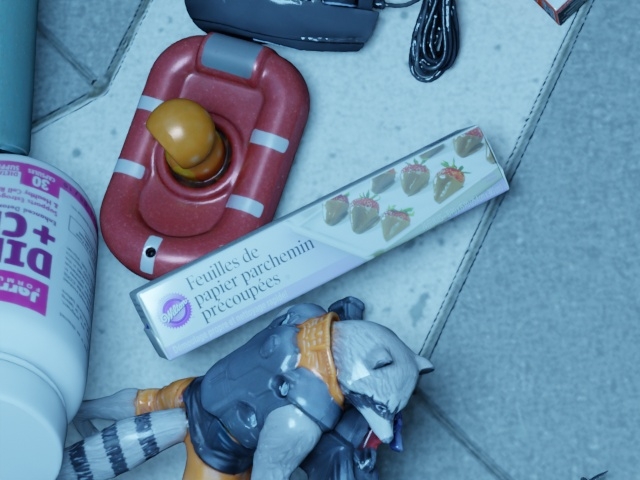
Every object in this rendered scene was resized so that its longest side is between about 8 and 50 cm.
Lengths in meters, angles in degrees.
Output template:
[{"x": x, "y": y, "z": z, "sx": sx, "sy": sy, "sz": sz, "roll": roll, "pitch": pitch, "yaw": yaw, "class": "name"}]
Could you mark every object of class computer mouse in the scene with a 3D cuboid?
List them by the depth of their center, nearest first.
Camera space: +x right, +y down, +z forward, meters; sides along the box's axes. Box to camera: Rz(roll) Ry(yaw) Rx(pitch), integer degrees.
[{"x": 0.003, "y": -0.250, "z": 1.572, "sx": 0.262, "sy": 0.060, "sz": 0.184, "roll": 13, "pitch": 99, "yaw": 14, "class": "computer mouse"}]

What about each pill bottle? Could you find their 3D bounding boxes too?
[{"x": -0.266, "y": 0.072, "z": 1.450, "sx": 0.160, "sy": 0.160, "sz": 0.283, "roll": -15, "pitch": 39, "yaw": 8, "class": "pill bottle"}]

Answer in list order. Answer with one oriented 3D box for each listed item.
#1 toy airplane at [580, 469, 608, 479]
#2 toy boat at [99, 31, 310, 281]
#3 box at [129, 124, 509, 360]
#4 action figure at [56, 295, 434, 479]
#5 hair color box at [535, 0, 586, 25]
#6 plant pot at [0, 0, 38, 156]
[{"x": 0.245, "y": 0.258, "z": 1.444, "sx": 0.151, "sy": 0.028, "sz": 0.151, "roll": -3, "pitch": 77, "yaw": 13, "class": "toy airplane"}, {"x": -0.109, "y": -0.076, "z": 1.533, "sx": 0.151, "sy": 0.151, "sz": 0.231, "roll": 16, "pitch": 81, "yaw": 15, "class": "toy boat"}, {"x": 0.000, "y": 0.000, "z": 1.488, "sx": 0.324, "sy": 0.067, "sz": 0.063, "roll": -27, "pitch": 94, "yaw": -12, "class": "box"}, {"x": -0.058, "y": 0.177, "z": 1.408, "sx": 0.330, "sy": 0.178, "sz": 0.341, "roll": -32, "pitch": 40, "yaw": 20, "class": "action figure"}, {"x": 0.186, "y": -0.264, "z": 1.571, "sx": 0.072, "sy": 0.043, "sz": 0.141, "roll": -43, "pitch": 73, "yaw": 0, "class": "hair color box"}, {"x": -0.383, "y": -0.232, "z": 1.553, "sx": 0.341, "sy": 0.341, "sz": 0.334, "roll": -5, "pitch": 84, "yaw": 11, "class": "plant pot"}]
